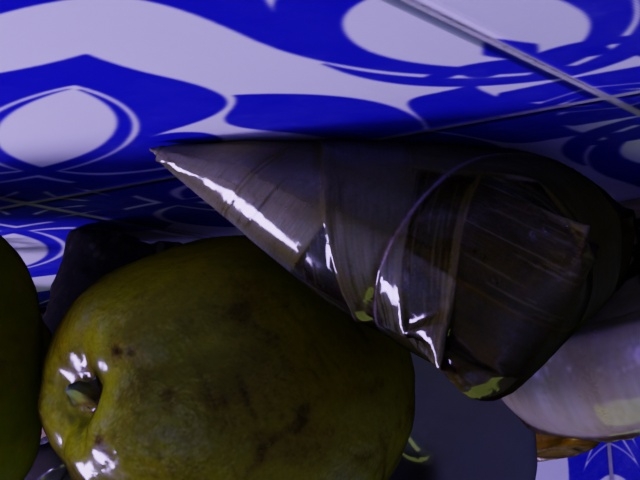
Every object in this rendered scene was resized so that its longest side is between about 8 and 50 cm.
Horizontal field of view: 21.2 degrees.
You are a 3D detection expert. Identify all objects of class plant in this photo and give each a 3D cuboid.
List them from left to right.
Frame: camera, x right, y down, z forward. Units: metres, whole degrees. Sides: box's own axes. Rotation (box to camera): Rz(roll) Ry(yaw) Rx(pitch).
[{"bbox_3d":[-0.168,0.132,1.518,0.199,0.276,0.188,10,179,8],"label":"plant"}]

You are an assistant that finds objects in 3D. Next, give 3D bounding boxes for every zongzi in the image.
[{"bbox_3d":[0.066,-0.025,1.271,0.318,0.154,0.289,27,-166,13],"label":"zongzi"}]

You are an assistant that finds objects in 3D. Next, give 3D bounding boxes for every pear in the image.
[{"bbox_3d":[-0.064,0.120,1.293,0.269,0.269,0.321,-11,170,41],"label":"pear"}]

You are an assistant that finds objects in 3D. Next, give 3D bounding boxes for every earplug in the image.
[{"bbox_3d":[-0.023,0.193,1.752,0.313,0.312,0.394,4,-171,-37],"label":"earplug"}]

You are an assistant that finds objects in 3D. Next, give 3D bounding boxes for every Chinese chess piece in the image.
[{"bbox_3d":[0.256,0.061,1.435,0.257,0.104,0.257,-19,-159,8],"label":"Chinese chess piece"}]

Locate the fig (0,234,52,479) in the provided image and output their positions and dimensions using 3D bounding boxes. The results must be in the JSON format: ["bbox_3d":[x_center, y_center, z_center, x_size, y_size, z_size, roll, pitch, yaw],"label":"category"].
[{"bbox_3d":[-0.365,0.086,1.298,0.326,0.258,0.258,11,169,-8],"label":"fig"}]

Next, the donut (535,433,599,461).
[{"bbox_3d":[0.230,0.226,2.504,0.449,0.198,0.449,-2,169,0],"label":"donut"}]

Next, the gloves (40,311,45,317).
[{"bbox_3d":[-0.352,0.120,2.037,0.114,0.070,0.153,1,172,-27],"label":"gloves"}]

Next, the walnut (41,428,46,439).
[{"bbox_3d":[-0.273,0.255,2.211,0.306,0.306,0.344,0,-178,-21],"label":"walnut"}]
